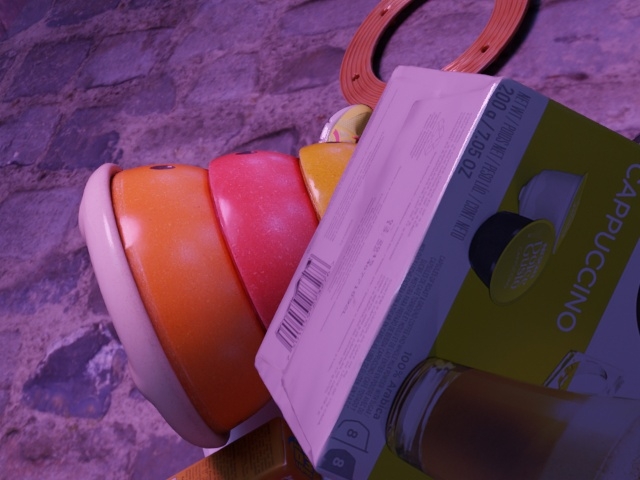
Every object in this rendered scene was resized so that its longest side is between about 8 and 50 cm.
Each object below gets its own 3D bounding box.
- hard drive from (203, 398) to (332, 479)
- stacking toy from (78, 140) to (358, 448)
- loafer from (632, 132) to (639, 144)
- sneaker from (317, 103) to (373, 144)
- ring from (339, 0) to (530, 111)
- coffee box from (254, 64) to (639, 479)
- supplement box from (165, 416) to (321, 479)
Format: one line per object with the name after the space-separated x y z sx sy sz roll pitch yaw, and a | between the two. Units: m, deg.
-0.053 0.237 1.618 0.203 0.040 0.307 -38 35 9 | hard drive
0.000 0.000 1.493 0.479 0.351 0.351 -22 37 2 | stacking toy
0.386 -0.084 1.496 0.267 0.084 0.096 -35 5 7 | loafer
0.037 -0.100 1.852 0.094 0.081 0.209 12 69 42 | sneaker
0.173 -0.311 1.964 0.336 0.032 0.337 -27 39 24 | ring
0.177 0.068 1.165 0.338 0.334 0.338 -64 13 2 | coffee box
-0.114 0.299 1.511 0.233 0.078 0.080 -33 36 17 | supplement box
